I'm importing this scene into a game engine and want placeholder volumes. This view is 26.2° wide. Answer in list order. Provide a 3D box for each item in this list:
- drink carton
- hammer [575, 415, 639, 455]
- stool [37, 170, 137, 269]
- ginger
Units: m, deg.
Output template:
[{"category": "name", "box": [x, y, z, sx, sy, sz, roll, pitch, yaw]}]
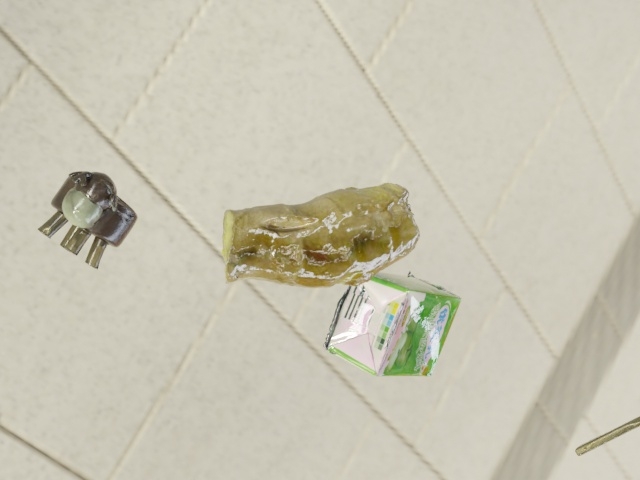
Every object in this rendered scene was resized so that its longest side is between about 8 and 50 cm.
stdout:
[{"category": "drink carton", "box": [0.126, 0.137, 2.317, 0.271, 0.108, 0.161, 13, 100, -65]}, {"category": "hammer", "box": [0.397, 0.175, 1.518, 0.292, 0.058, 0.029, -35, 167, 33]}, {"category": "stool", "box": [-0.351, -0.038, 2.071, 0.121, 0.125, 0.217, -55, 180, -9]}, {"category": "ginger", "box": [0.000, 0.000, 1.700, 0.262, 0.109, 0.116, -8, 127, -17]}]
